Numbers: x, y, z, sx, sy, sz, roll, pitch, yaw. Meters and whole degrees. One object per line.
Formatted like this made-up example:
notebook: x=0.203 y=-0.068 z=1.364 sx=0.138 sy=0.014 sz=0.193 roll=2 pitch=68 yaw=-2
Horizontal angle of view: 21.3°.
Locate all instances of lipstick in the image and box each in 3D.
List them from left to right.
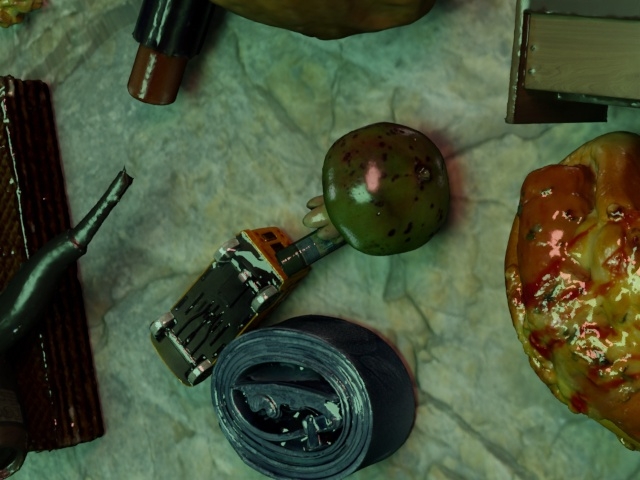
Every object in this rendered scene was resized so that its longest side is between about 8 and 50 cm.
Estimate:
lipstick: x=-0.112 y=-0.261 z=1.538 sx=0.081 sy=0.081 sz=0.299 roll=32 pitch=114 yaw=32

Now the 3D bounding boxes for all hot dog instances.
hot dog: x=0.228 y=0.046 z=1.256 sx=0.150 sy=0.153 sz=0.256 roll=-39 pitch=72 yaw=36

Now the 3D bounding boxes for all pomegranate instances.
pomegranate: x=0.041 y=-0.038 z=1.429 sx=0.142 sy=0.114 sz=0.114 roll=-25 pitch=80 yaw=46

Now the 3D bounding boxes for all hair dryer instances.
hair dryer: x=-0.300 y=0.031 z=1.655 sx=0.359 sy=0.120 sz=0.303 roll=-46 pitch=54 yaw=22

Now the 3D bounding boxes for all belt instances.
belt: x=-0.014 y=0.141 z=1.512 sx=0.190 sy=0.082 sz=0.141 roll=7 pitch=102 yaw=37

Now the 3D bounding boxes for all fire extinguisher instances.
fire extinguisher: x=0.000 y=0.000 z=1.500 sx=0.038 sy=0.083 sz=0.025 roll=50 pitch=167 yaw=52

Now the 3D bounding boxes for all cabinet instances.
cabinet: x=0.250 y=-0.180 z=1.214 sx=0.175 sy=0.148 sz=0.215 roll=9 pitch=98 yaw=38

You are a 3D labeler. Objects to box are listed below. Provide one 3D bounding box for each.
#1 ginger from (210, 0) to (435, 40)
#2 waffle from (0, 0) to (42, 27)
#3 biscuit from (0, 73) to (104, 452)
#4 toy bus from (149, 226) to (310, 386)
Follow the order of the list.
ginger: x=-0.012 y=-0.271 z=1.339 sx=0.223 sy=0.269 sz=0.200 roll=-31 pitch=48 yaw=45
waffle: x=-0.327 y=-0.315 z=1.726 sx=0.161 sy=0.046 sz=0.192 roll=28 pitch=113 yaw=31
biscuit: x=-0.306 y=0.025 z=1.741 sx=0.107 sy=0.073 sz=0.388 roll=-9 pitch=91 yaw=38
toy bus: x=-0.085 y=0.060 z=1.564 sx=0.069 sy=0.074 sz=0.162 roll=50 pitch=122 yaw=13
